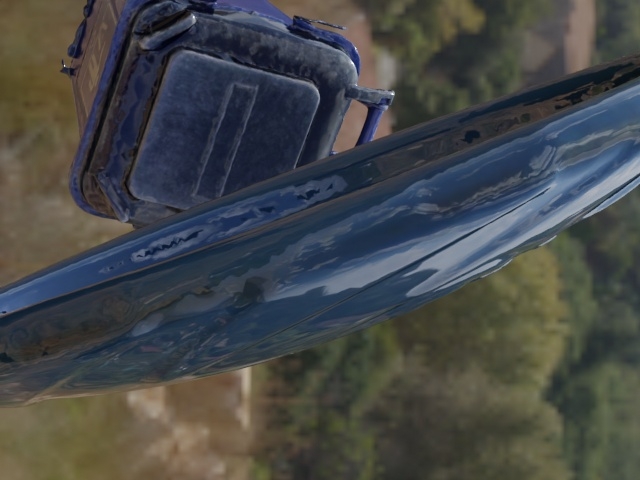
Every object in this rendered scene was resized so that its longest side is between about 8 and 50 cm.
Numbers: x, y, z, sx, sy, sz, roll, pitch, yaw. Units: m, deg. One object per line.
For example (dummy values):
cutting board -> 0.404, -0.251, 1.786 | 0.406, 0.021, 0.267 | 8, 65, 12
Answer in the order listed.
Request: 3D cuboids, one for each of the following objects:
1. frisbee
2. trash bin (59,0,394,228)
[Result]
frisbee -> 0.001, 0.005, 0.576 | 0.289, 0.290, 0.049 | -33, 104, -72
trash bin -> -0.077, -0.104, 1.230 | 0.234, 0.184, 0.162 | -124, -128, -62
